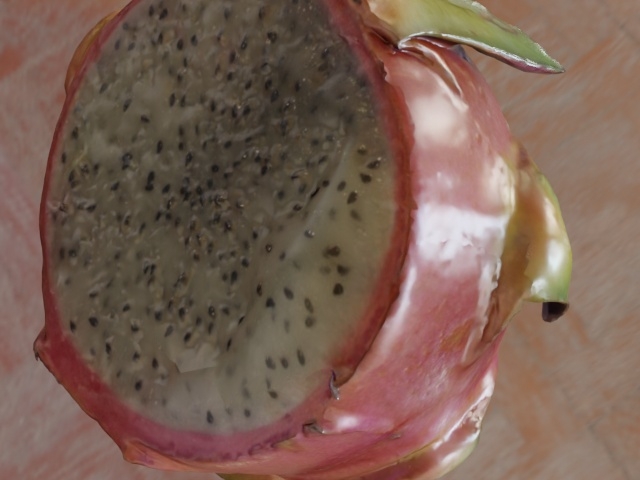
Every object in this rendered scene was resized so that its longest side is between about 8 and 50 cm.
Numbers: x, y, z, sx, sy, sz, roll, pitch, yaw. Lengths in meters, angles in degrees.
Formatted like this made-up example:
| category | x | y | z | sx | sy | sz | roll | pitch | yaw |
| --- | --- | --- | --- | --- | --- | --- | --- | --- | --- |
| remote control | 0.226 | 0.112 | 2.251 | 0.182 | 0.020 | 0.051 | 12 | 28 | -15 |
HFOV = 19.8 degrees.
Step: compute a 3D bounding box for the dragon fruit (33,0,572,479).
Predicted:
| category | x | y | z | sx | sy | sz | roll | pitch | yaw |
| --- | --- | --- | --- | --- | --- | --- | --- | --- | --- |
| dragon fruit | 0.000 | 0.000 | 0.943 | 0.189 | 0.290 | 0.290 | 15 | 67 | -45 |
